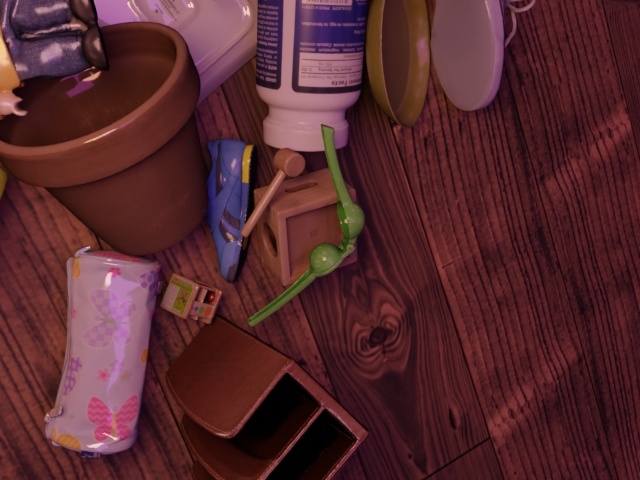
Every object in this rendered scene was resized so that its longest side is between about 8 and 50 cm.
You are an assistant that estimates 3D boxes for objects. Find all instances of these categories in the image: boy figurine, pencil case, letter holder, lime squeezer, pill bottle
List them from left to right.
[{"bbox_3d":[-0.383,-0.218,0.860,0.285,0.092,0.177,-11,103,-10],"label":"boy figurine"},{"bbox_3d":[-0.292,0.146,1.066,0.124,0.113,0.273,9,92,-6],"label":"pencil case"},{"bbox_3d":[-0.115,0.249,1.055,0.214,0.302,0.152,-49,112,-13],"label":"letter holder"},{"bbox_3d":[-0.015,-0.267,1.115,0.153,0.153,0.265,-5,111,-25],"label":"pill bottle"},{"bbox_3d":[0.000,0.000,1.103,0.109,0.059,0.311,8,114,-37],"label":"lime squeezer"}]

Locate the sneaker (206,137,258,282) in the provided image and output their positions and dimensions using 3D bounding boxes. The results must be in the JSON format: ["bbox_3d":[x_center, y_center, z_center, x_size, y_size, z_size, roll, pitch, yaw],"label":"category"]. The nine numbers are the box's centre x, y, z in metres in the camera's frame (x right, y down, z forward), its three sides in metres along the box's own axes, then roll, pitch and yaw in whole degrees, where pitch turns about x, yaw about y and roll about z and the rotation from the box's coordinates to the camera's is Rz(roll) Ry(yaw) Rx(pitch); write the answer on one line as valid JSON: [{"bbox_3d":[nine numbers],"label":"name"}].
[{"bbox_3d":[-0.141,-0.044,1.152,0.082,0.069,0.210,6,101,3],"label":"sneaker"}]

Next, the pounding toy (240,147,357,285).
[{"bbox_3d":[-0.048,-0.049,1.143,0.181,0.094,0.206,-18,126,-23],"label":"pounding toy"}]

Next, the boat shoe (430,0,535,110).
[{"bbox_3d":[0.260,-0.400,1.267,0.156,0.135,0.367,-21,107,-37],"label":"boat shoe"}]

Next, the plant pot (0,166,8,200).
[{"bbox_3d":[-0.515,-0.019,0.869,0.227,0.228,0.207,36,107,-24],"label":"plant pot"}]

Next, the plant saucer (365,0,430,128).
[{"bbox_3d":[0.116,-0.290,1.193,0.241,0.037,0.241,3,90,-67],"label":"plant saucer"}]

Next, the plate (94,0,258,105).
[{"bbox_3d":[-0.220,-0.322,1.088,0.278,0.045,0.277,-45,112,-15],"label":"plate"}]

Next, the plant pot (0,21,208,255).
[{"bbox_3d":[-0.251,-0.109,0.997,0.263,0.263,0.229,-37,136,-18],"label":"plant pot"}]

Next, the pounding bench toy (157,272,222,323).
[{"bbox_3d":[-0.194,0.080,1.142,0.065,0.083,0.052,24,87,-57],"label":"pounding bench toy"}]
